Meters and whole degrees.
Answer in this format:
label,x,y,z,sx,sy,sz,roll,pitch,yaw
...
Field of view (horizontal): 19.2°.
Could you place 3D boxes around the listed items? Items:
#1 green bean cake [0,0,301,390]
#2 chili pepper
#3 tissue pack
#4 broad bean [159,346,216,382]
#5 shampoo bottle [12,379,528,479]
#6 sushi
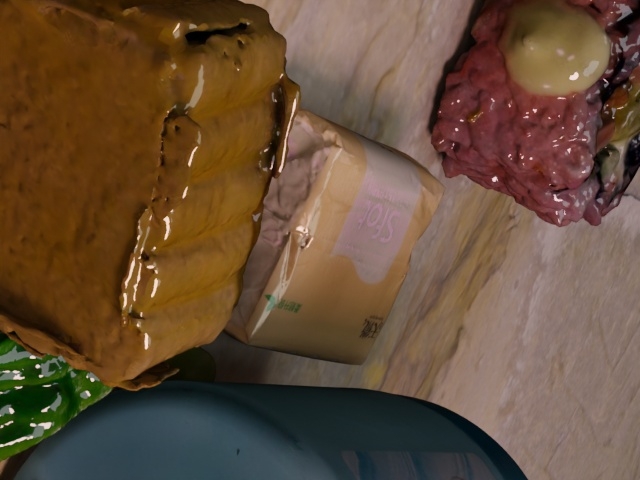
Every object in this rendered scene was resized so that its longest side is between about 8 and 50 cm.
label,x,y,z,sx,sy,sz,roll,pitch,yaw
green bean cake,-0.139,-0.053,1.089,0.131,0.224,0.230,-24,133,-56
chili pepper,-0.229,0.101,1.206,0.253,0.083,0.099,-26,131,-44
tissue pack,0.000,0.000,1.505,0.222,0.090,0.186,21,95,-62
broad bean,-0.115,0.095,1.433,0.083,0.045,0.063,32,81,-54
shampoo bottle,-0.033,0.270,1.403,0.342,0.331,0.331,14,99,-61
sushi,0.228,-0.146,1.703,0.270,0.171,0.236,-58,152,-4
